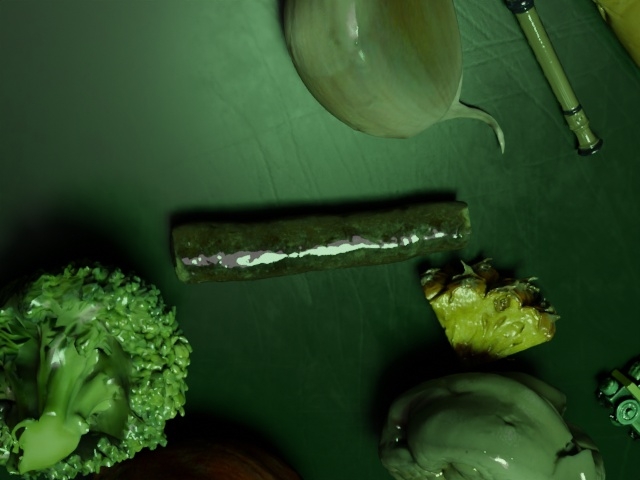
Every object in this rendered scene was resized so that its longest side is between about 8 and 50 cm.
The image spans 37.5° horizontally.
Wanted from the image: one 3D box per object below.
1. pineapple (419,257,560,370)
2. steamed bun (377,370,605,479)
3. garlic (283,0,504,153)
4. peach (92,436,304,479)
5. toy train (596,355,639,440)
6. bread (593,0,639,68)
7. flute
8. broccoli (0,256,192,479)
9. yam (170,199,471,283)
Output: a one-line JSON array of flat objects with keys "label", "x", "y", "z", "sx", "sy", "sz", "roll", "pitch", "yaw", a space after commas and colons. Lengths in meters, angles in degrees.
[{"label": "pineapple", "x": 0.152, "y": 0.072, "z": 0.912, "sx": 0.137, "sy": 0.069, "sz": 0.116, "roll": 20, "pitch": 114, "yaw": -6}, {"label": "steamed bun", "x": 0.174, "y": 0.192, "z": 0.901, "sx": 0.218, "sy": 0.211, "sz": 0.144, "roll": 35, "pitch": 62, "yaw": -18}, {"label": "garlic", "x": 0.057, "y": -0.150, "z": 0.795, "sx": 0.148, "sy": 0.128, "sz": 0.266, "roll": -17, "pitch": 125, "yaw": 13}, {"label": "peach", "x": -0.117, "y": 0.284, "z": 0.881, "sx": 0.232, "sy": 0.232, "sz": 0.257, "roll": -39, "pitch": 78, "yaw": 9}, {"label": "toy train", "x": 0.344, "y": 0.175, "z": 0.982, "sx": 0.081, "sy": 0.050, "sz": 0.122, "roll": -42, "pitch": 111, "yaw": 5}, {"label": "bread", "x": 0.316, "y": -0.204, "z": 0.800, "sx": 0.173, "sy": 0.085, "sz": 0.134, "roll": 39, "pitch": 103, "yaw": -20}, {"label": "flute", "x": 0.193, "y": -0.174, "z": 0.829, "sx": 0.027, "sy": 0.027, "sz": 0.233, "roll": -30, "pitch": 113, "yaw": 5}, {"label": "broccoli", "x": -0.221, "y": 0.117, "z": 0.817, "sx": 0.226, "sy": 0.176, "sz": 0.198, "roll": -44, "pitch": 107, "yaw": -5}, {"label": "yam", "x": 0.000, "y": 0.000, "z": 0.860, "sx": 0.274, "sy": 0.061, "sz": 0.061, "roll": -6, "pitch": 113, "yaw": -6}]
